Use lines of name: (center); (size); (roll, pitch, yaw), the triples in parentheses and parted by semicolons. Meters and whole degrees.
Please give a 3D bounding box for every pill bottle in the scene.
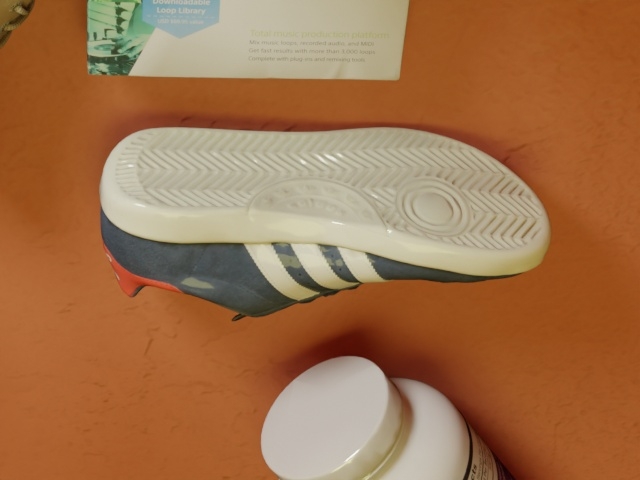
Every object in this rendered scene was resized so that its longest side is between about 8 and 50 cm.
pill bottle: (0.084, 0.244, 1.666); (0.181, 0.181, 0.323); (-27, 128, 17)

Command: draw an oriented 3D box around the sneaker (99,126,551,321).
sneaker: (0.000, 0.000, 1.491); (0.350, 0.131, 0.148); (7, 137, -5)

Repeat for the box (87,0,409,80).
box: (-0.044, -0.254, 1.297); (0.232, 0.058, 0.322); (0, 129, -7)

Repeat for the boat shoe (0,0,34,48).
boat shoe: (-0.251, -0.172, 1.305); (0.116, 0.123, 0.324); (-4, 133, -6)
